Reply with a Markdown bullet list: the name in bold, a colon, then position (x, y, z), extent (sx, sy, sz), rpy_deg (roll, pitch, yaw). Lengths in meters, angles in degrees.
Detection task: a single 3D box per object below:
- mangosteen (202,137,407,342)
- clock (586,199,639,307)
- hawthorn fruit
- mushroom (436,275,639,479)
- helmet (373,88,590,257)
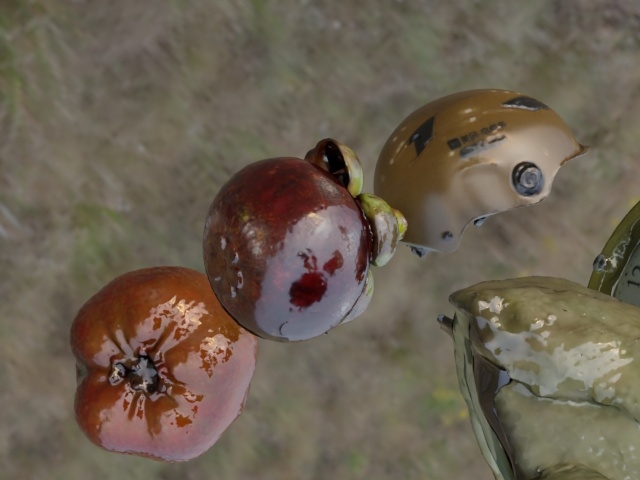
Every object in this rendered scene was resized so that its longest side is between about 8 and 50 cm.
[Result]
- **mangosteen**: position (-0.001, 0.004, 1.457), extent (0.181, 0.146, 0.156), rpy_deg (-1, 112, -15)
- **clock**: position (0.330, 0.047, 1.632), extent (0.057, 0.237, 0.237), rpy_deg (25, 115, -28)
- **hawthorn fruit**: position (-0.155, 0.121, 1.916), extent (0.207, 0.207, 0.243), rpy_deg (-50, 174, 15)
- **mushroom**: position (0.169, 0.108, 0.862), extent (0.212, 0.217, 0.292), rpy_deg (-25, 159, 14)
- **helmet**: position (0.146, -0.085, 1.828), extent (0.224, 0.130, 0.198), rpy_deg (-33, -167, -8)
